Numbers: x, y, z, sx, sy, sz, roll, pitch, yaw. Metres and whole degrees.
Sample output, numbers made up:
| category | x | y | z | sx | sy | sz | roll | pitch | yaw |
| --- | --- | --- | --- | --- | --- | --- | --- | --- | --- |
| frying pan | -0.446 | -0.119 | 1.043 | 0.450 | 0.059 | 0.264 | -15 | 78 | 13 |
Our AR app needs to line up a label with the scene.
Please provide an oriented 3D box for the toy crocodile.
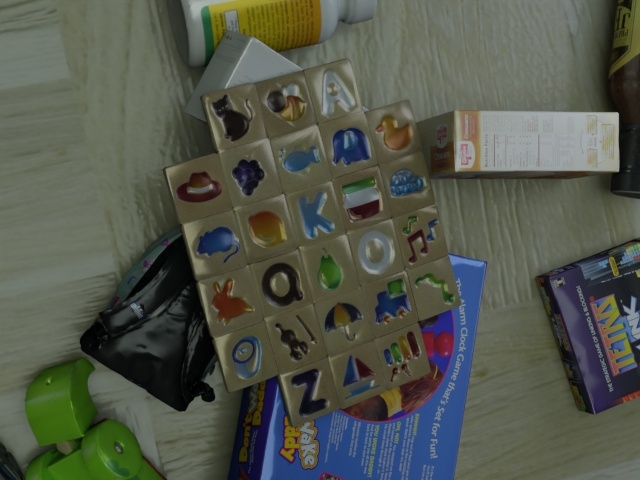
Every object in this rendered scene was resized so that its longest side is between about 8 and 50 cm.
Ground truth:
| category | x | y | z | sx | sy | sz | roll | pitch | yaw |
| --- | --- | --- | --- | --- | --- | --- | --- | --- | --- |
| toy crocodile | -0.195 | 0.278 | 1.337 | 0.115 | 0.105 | 0.340 | -31 | 102 | 28 |

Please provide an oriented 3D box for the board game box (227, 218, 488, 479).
| category | x | y | z | sx | sy | sz | roll | pitch | yaw |
| --- | --- | --- | --- | --- | --- | --- | --- | --- | --- |
| board game box | 0.038 | 0.170 | 1.359 | 0.233 | 0.078 | 0.347 | 13 | 83 | -27 |

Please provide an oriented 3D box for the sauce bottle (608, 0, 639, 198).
| category | x | y | z | sx | sy | sz | roll | pitch | yaw |
| --- | --- | --- | --- | --- | --- | --- | --- | --- | --- |
| sauce bottle | 0.388 | -0.219 | 1.461 | 0.111 | 0.111 | 0.344 | 9 | 87 | -13 |

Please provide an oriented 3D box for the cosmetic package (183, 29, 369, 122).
| category | x | y | z | sx | sy | sz | roll | pitch | yaw |
| --- | --- | --- | --- | --- | --- | --- | --- | --- | --- |
| cosmetic package | -0.020 | -0.121 | 1.343 | 0.239 | 0.060 | 0.099 | 28 | 88 | -37 |

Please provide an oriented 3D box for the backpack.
| category | x | y | z | sx | sy | sz | roll | pitch | yaw |
| --- | --- | --- | --- | --- | --- | --- | --- | --- | --- |
| backpack | -0.153 | 0.067 | 1.335 | 0.152 | 0.115 | 0.182 | 35 | 82 | -23 |

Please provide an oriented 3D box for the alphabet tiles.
| category | x | y | z | sx | sy | sz | roll | pitch | yaw |
| --- | --- | --- | --- | --- | --- | --- | --- | --- | --- |
| alphabet tiles | 0.000 | 0.000 | 1.291 | 0.285 | 0.011 | 0.343 | -19 | 98 | -26 |

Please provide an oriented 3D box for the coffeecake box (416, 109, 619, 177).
| category | x | y | z | sx | sy | sz | roll | pitch | yaw |
| --- | --- | --- | --- | --- | --- | --- | --- | --- | --- |
| coffeecake box | 0.212 | -0.103 | 1.404 | 0.185 | 0.142 | 0.068 | 0 | 90 | -13 |

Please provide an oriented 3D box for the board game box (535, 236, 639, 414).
| category | x | y | z | sx | sy | sz | roll | pitch | yaw |
| --- | --- | --- | --- | --- | --- | --- | --- | --- | --- |
| board game box | 0.344 | 0.098 | 1.486 | 0.141 | 0.048 | 0.170 | -20 | 95 | -14 |

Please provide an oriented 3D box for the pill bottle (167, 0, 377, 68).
| category | x | y | z | sx | sy | sz | roll | pitch | yaw |
| --- | --- | --- | --- | --- | --- | --- | --- | --- | --- |
| pill bottle | -0.052 | -0.258 | 1.355 | 0.208 | 0.117 | 0.118 | -14 | 93 | -13 |

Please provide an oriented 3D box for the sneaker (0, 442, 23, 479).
| category | x | y | z | sx | sy | sz | roll | pitch | yaw |
| --- | --- | --- | --- | --- | --- | --- | --- | --- | --- |
| sneaker | -0.424 | 0.192 | 1.270 | 0.129 | 0.111 | 0.297 | -38 | 103 | -3 |
